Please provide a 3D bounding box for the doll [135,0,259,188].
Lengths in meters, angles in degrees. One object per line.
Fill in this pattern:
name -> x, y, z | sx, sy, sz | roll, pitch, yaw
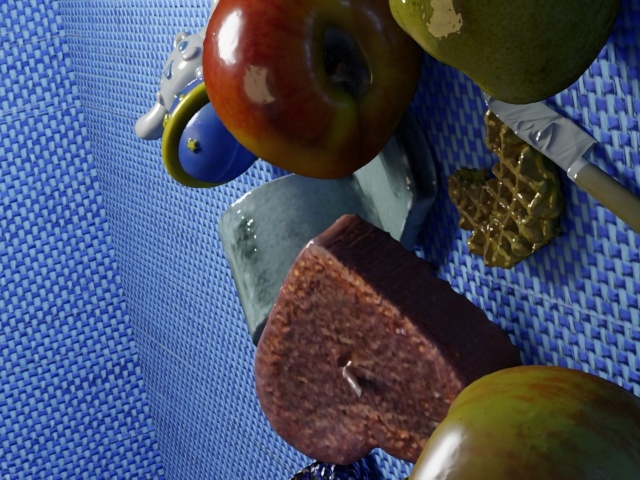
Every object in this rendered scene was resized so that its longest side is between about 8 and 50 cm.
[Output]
doll -> -0.141, -0.220, 2.306 | 0.242, 0.159, 0.311 | -111, 39, -57

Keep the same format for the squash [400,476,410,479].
squash -> 0.172, 0.239, 1.615 | 0.094, 0.224, 0.094 | 171, 90, -68

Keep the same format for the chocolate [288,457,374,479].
chocolate -> 0.066, 0.448, 2.217 | 0.148, 0.126, 0.343 | 81, 165, -61

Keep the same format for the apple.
apple -> 0.192, 0.259, 1.446 | 0.301, 0.301, 0.301 | 165, 90, -71

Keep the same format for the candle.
candle -> 0.054, 0.119, 1.772 | 0.317, 0.131, 0.287 | -2, 111, 39

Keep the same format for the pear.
pear -> 0.162, -0.220, 1.349 | 0.197, 0.197, 0.197 | 165, 90, -71

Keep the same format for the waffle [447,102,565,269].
waffle -> 0.185, -0.052, 1.603 | 0.194, 0.051, 0.149 | 136, 117, -68

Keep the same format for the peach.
peach -> -0.014, -0.199, 1.765 | 0.281, 0.238, 0.281 | 162, 90, -74

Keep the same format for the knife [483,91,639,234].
knife -> 0.233, -0.080, 1.461 | 0.017, 0.047, 0.298 | 42, -178, -46

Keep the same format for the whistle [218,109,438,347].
whistle -> 0.030, -0.005, 1.965 | 0.405, 0.188, 0.168 | -37, 60, 35
